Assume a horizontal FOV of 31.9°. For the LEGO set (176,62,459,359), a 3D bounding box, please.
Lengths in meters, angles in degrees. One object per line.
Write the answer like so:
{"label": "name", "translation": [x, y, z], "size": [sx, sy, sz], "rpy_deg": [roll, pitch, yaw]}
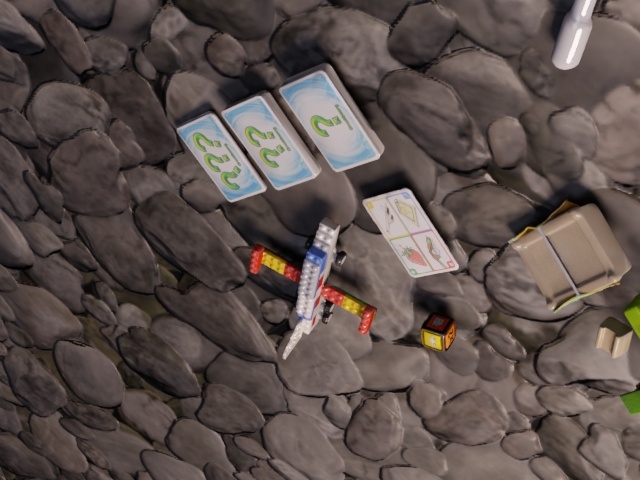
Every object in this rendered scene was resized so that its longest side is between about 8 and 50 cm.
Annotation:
{"label": "LEGO set", "translation": [0.000, 0.000, 0.854], "size": [0.182, 0.060, 0.244], "rpy_deg": [-14, 118, 46]}

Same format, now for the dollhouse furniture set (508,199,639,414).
{"label": "dollhouse furniture set", "translation": [0.205, 0.039, 0.770], "size": [0.152, 0.058, 0.076], "rpy_deg": [60, 145, 4]}

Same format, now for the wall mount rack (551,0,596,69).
{"label": "wall mount rack", "translation": [0.059, -0.207, 0.548], "size": [0.349, 0.131, 0.304], "rpy_deg": [15, 174, 4]}
